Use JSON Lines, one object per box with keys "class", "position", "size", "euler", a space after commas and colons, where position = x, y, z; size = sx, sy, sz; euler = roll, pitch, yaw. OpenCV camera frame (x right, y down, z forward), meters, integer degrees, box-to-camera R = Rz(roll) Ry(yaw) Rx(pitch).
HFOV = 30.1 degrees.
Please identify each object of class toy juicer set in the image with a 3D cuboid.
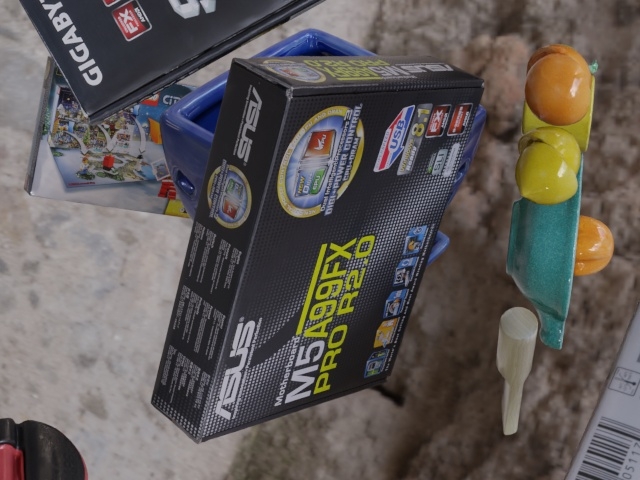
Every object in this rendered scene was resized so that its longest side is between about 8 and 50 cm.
{"class": "toy juicer set", "position": [0.201, -0.005, 0.986], "size": [0.209, 0.089, 0.329], "euler": [56, 41, -76]}

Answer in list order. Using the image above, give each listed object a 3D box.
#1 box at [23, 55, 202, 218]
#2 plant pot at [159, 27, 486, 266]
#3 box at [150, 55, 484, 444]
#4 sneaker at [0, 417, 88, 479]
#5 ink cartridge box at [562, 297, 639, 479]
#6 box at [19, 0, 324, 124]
{"class": "box", "position": [-0.219, -0.117, 1.408], "size": [0.233, 0.044, 0.159], "euler": [8, 100, -26]}
{"class": "plant pot", "position": [0.001, -0.049, 1.205], "size": [0.236, 0.236, 0.212], "euler": [-38, 145, -37]}
{"class": "box", "position": [0.000, 0.000, 0.872], "size": [0.216, 0.060, 0.270], "euler": [-10, 123, -48]}
{"class": "sneaker", "position": [-0.351, 0.214, 0.939], "size": [0.314, 0.116, 0.136], "euler": [10, 131, -21]}
{"class": "ink cartridge box", "position": [0.202, 0.154, 0.754], "size": [0.189, 0.066, 0.232], "euler": [-61, 157, -26]}
{"class": "box", "position": [-0.105, -0.200, 0.659], "size": [0.175, 0.051, 0.220], "euler": [-29, 95, -2]}
